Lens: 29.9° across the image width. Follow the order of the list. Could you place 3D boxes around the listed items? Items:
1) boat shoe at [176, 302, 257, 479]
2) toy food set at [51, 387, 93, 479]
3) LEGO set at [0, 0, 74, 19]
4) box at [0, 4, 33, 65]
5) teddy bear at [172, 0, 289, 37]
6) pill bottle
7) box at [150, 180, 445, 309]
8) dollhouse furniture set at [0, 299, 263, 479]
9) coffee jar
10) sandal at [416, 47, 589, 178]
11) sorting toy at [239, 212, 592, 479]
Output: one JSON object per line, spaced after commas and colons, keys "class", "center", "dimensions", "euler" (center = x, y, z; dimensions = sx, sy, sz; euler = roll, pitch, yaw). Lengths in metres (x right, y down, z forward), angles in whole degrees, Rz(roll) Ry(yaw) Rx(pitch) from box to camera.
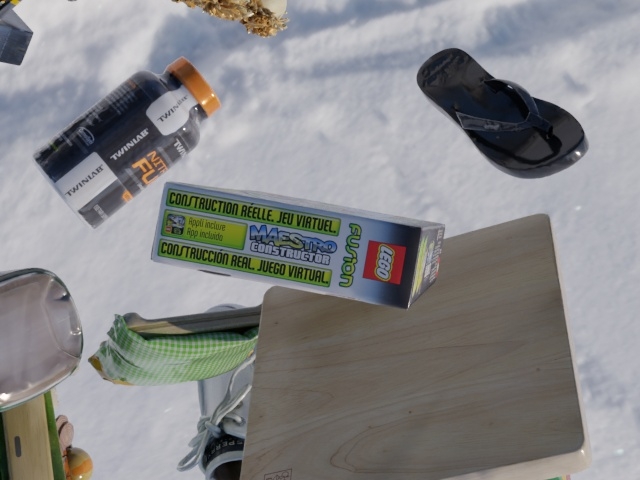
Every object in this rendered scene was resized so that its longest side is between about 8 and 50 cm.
{"class": "boat shoe", "center": [-0.082, 0.221, 1.281], "dimensions": [0.156, 0.136, 0.367], "euler": [11, 47, -49]}
{"class": "toy food set", "center": [-0.330, 0.291, 1.544], "dimensions": [0.038, 0.132, 0.192], "euler": [-11, 93, 9]}
{"class": "LEGO set", "center": [-0.426, -0.416, 1.408], "dimensions": [0.331, 0.192, 0.255], "euler": [30, 29, -54]}
{"class": "box", "center": [-0.528, -0.331, 1.653], "dimensions": [0.183, 0.056, 0.231], "euler": [5, 30, -44]}
{"class": "teddy bear", "center": [-0.180, -0.290, 1.164], "dimensions": [0.338, 0.245, 0.113], "euler": [30, 106, 2]}
{"class": "pill bottle", "center": [-0.251, -0.138, 1.599], "dimensions": [0.245, 0.130, 0.130], "euler": [-40, 94, -6]}
{"class": "box", "center": [0.000, 0.000, 0.599], "dimensions": [0.114, 0.207, 0.036], "euler": [10, 93, 8]}
{"class": "dollhouse furniture set", "center": [-0.184, 0.157, 1.115], "dimensions": [0.301, 0.197, 0.151], "euler": [-6, 79, -18]}
{"class": "coffee jar", "center": [-0.243, 0.065, 0.774], "dimensions": [0.096, 0.184, 0.079], "euler": [-26, 105, -44]}
{"class": "sandal", "center": [0.195, -0.150, 1.369], "dimensions": [0.097, 0.254, 0.054], "euler": [-45, 140, -7]}
{"class": "sorting toy", "center": [0.079, 0.121, 0.948], "dimensions": [0.255, 0.257, 0.089], "euler": [-86, 154, -50]}
